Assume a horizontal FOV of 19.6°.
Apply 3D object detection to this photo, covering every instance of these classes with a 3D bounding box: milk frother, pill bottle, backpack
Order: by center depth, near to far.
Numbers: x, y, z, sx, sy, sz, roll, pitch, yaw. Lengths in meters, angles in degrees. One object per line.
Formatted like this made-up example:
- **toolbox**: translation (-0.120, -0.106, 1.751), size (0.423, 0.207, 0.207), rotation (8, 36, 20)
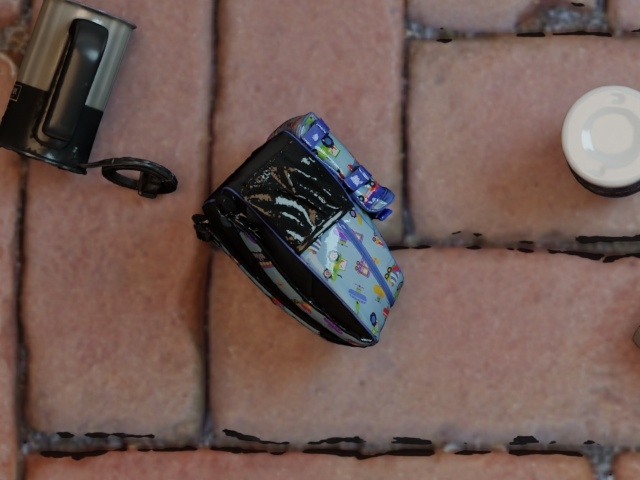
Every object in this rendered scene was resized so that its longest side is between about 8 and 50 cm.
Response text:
- **pill bottle**: translation (0.227, -0.073, 1.433), size (0.078, 0.137, 0.078), rotation (-1, 86, 11)
- **backpack**: translation (0.000, 0.000, 1.465), size (0.173, 0.158, 0.117), rotation (45, 77, -4)
- **milk frother**: translation (-0.178, -0.117, 1.538), size (0.143, 0.129, 0.135), rotation (19, 91, -33)

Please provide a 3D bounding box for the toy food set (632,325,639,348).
- **toy food set**: translation (0.425, 0.037, 1.428), size (0.219, 0.092, 0.306), rotation (43, 89, 14)
